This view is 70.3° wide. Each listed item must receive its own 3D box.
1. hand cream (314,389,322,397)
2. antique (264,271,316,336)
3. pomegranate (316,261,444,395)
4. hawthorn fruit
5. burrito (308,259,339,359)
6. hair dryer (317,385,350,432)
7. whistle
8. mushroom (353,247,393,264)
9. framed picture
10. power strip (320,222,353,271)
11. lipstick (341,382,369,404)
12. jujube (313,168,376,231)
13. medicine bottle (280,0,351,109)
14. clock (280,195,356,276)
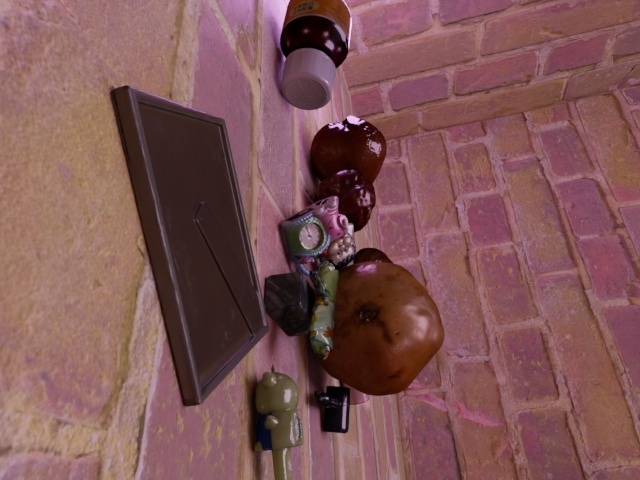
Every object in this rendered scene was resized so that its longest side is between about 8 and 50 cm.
[{"bbox_3d":[0.003,0.438,1.275,0.093,0.019,0.030,62,24,-59],"label":"hand cream"},{"bbox_3d":[-0.058,0.157,1.071,0.183,0.088,0.085,62,23,-53],"label":"antique"},{"bbox_3d":[0.156,0.247,1.320,0.410,0.411,0.409,-10,90,-77],"label":"pomegranate"},{"bbox_3d":[0.097,-0.319,1.720,0.294,0.295,0.311,-85,-166,-50],"label":"hawthorn fruit"},{"bbox_3d":[0.004,0.135,1.047,0.287,0.054,0.104,-80,155,-53],"label":"burrito"},{"bbox_3d":[0.029,0.446,1.221,0.219,0.072,0.124,61,30,-59],"label":"hair dryer"},{"bbox_3d":[-0.078,0.348,0.846,0.105,0.085,0.227,49,32,-66],"label":"whistle"},{"bbox_3d":[0.173,0.161,1.613,0.254,0.268,0.267,136,-45,-55],"label":"mushroom"},{"bbox_3d":[-0.189,-0.005,0.767,0.326,0.028,0.445,-31,110,-77],"label":"framed picture"},{"bbox_3d":[0.053,0.065,1.472,0.070,0.105,0.256,-6,102,-37],"label":"power strip"},{"bbox_3d":[0.100,0.391,1.572,0.087,0.087,0.326,-2,82,-77],"label":"lipstick"},{"bbox_3d":[0.079,-0.129,1.571,0.232,0.213,0.212,107,-18,-62],"label":"jujube"},{"bbox_3d":[-0.017,-0.634,1.520,0.242,0.243,0.394,59,28,-57],"label":"medicine bottle"},{"bbox_3d":[0.000,0.000,1.250,0.100,0.194,0.195,13,-50,60],"label":"clock"}]
